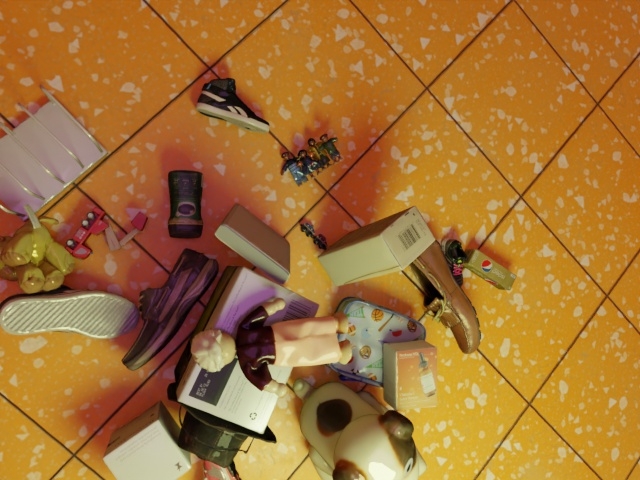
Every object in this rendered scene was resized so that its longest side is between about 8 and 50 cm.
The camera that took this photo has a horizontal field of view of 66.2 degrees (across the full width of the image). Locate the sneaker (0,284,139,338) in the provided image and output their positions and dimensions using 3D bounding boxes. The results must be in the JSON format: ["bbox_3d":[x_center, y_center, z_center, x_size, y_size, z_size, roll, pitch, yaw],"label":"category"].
[{"bbox_3d":[-0.636,0.176,1.250,0.320,0.127,0.126,12,89,-40],"label":"sneaker"}]

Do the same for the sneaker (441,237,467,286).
[{"bbox_3d":[0.434,0.074,1.580,0.063,0.075,0.171,-7,89,-16],"label":"sneaker"}]

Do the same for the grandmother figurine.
[{"bbox_3d":[-0.107,0.233,1.073,0.341,0.104,0.208,0,61,-16],"label":"grandmother figurine"}]

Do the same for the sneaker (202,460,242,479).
[{"bbox_3d":[-0.280,0.670,1.321,0.136,0.116,0.314,-25,93,-12],"label":"sneaker"}]

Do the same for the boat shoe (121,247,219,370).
[{"bbox_3d":[-0.418,0.175,1.315,0.130,0.132,0.356,35,69,-2],"label":"boat shoe"}]

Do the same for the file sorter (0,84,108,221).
[{"bbox_3d":[-0.713,-0.217,1.215,0.278,0.173,0.193,-45,100,-14],"label":"file sorter"}]

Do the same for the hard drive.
[{"bbox_3d":[-0.167,-0.002,1.294,0.203,0.307,0.040,38,98,-11],"label":"hard drive"}]

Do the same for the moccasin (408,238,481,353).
[{"bbox_3d":[0.372,0.181,1.523,0.146,0.139,0.380,-27,94,-15],"label":"moccasin"}]

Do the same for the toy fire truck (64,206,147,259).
[{"bbox_3d":[-0.569,-0.018,1.310,0.135,0.047,0.192,35,79,-12],"label":"toy fire truck"}]

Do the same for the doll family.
[{"bbox_3d":[-0.032,-0.247,1.466,0.193,0.076,0.111,-36,101,-12],"label":"doll family"}]

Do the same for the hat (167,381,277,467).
[{"bbox_3d":[-0.265,0.479,1.220,0.331,0.331,0.134,26,78,-13],"label":"hat"}]

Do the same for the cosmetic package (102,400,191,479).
[{"bbox_3d":[-0.433,0.532,1.247,0.151,0.183,0.152,-33,96,-16],"label":"cosmetic package"}]

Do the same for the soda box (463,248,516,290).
[{"bbox_3d":[0.551,0.096,1.620,0.181,0.061,0.058,32,79,-12],"label":"soda box"}]

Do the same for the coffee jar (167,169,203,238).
[{"bbox_3d":[-0.372,-0.098,1.355,0.096,0.079,0.185,1,86,-18],"label":"coffee jar"}]

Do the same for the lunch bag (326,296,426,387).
[{"bbox_3d":[0.152,0.314,1.468,0.303,0.115,0.243,21,84,-15],"label":"lunch bag"}]

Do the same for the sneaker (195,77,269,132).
[{"bbox_3d":[-0.237,-0.397,1.410,0.216,0.079,0.121,17,84,-13],"label":"sneaker"}]

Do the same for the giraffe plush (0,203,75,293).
[{"bbox_3d":[-0.739,0.037,1.192,0.170,0.181,0.211,-17,89,14],"label":"giraffe plush"}]

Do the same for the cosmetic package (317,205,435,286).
[{"bbox_3d":[0.146,0.023,1.363,0.160,0.309,0.113,-36,97,-32],"label":"cosmetic package"}]

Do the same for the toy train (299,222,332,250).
[{"bbox_3d":[0.000,0.000,1.484,0.158,0.027,0.036,44,73,-10],"label":"toy train"}]

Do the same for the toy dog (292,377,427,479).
[{"bbox_3d":[0.114,0.520,1.289,0.284,0.408,0.396,-33,96,-16],"label":"toy dog"}]

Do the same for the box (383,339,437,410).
[{"bbox_3d":[0.254,0.380,1.396,0.129,0.091,0.171,-2,94,-16],"label":"box"}]

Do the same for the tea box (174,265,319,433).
[{"bbox_3d":[-0.201,0.255,1.256,0.219,0.323,0.329,28,80,-16],"label":"tea box"}]
